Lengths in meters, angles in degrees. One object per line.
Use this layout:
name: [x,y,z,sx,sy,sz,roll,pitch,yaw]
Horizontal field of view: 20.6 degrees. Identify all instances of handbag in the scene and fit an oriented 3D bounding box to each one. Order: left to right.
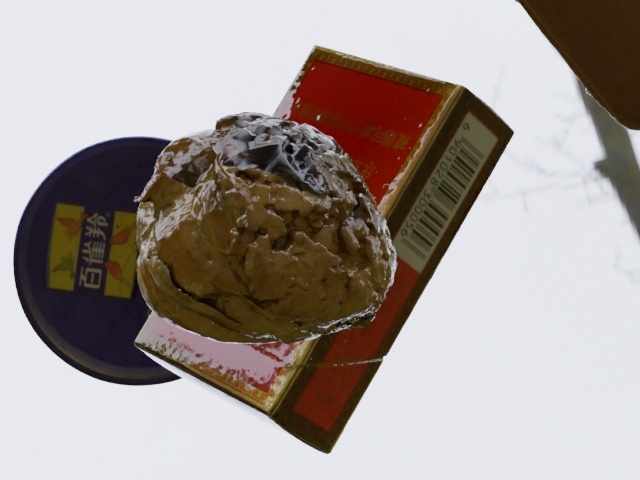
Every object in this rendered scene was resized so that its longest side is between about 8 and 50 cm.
handbag: [0.233,-0.195,1.337,0.151,0.072,0.193,-38,-76,15]

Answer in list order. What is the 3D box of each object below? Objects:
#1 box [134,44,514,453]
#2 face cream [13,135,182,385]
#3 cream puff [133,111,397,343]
box: [0.001,0.000,1.136,0.074,0.153,0.240,39,-102,-45]
face cream: [-0.150,0.018,1.471,0.206,0.206,0.111,0,-3,-6]
cream puff: [-0.025,-0.006,0.866,0.133,0.119,0.104,29,-63,14]
